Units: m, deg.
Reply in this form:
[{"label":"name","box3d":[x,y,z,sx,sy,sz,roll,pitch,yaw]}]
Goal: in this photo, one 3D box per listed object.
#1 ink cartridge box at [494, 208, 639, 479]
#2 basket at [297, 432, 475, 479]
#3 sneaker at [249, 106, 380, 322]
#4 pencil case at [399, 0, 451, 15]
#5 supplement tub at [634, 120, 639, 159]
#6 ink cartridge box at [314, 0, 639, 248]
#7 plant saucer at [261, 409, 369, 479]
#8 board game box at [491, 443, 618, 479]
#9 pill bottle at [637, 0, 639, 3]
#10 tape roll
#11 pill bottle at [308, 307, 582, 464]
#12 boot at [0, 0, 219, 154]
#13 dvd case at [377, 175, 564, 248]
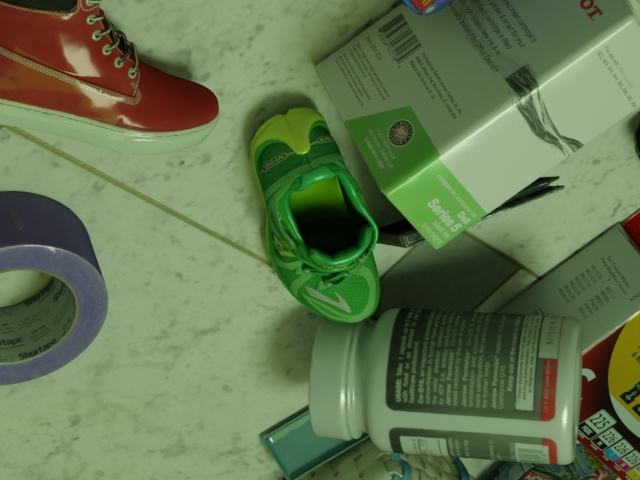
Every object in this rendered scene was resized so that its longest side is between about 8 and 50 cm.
[{"label":"ink cartridge box","box3d":[0.398,0.127,1.916,0.272,0.130,0.309,-38,135,12]},{"label":"basket","box3d":[0.100,0.372,1.959,0.255,0.201,0.289,-43,125,16]},{"label":"sneaker","box3d":[0.000,0.000,1.608,0.109,0.123,0.295,-24,138,-3]},{"label":"pencil case","box3d":[0.160,-0.325,1.374,0.306,0.119,0.133,-37,128,12]},{"label":"supplement tub","box3d":[0.428,-0.071,1.758,0.106,0.106,0.198,-35,137,9]},{"label":"ink cartridge box","box3d":[0.158,-0.156,1.477,0.273,0.198,0.115,-35,137,10]},{"label":"plant saucer","box3d":[0.027,0.213,1.884,0.192,0.018,0.067,-31,97,5]},{"label":"board game box","box3d":[0.297,0.336,2.123,0.194,0.060,0.194,27,115,-41]},{"label":"pill bottle","box3d":[0.379,-0.297,1.511,0.108,0.108,0.193,27,116,-41]},{"label":"tape roll","box3d":[-0.307,0.049,1.542,0.189,0.080,0.189,-14,137,-13]},{"label":"pill bottle","box3d":[0.139,0.156,1.732,0.283,0.161,0.161,3,137,12]},{"label":"boot","box3d":[-0.182,-0.174,1.384,0.244,0.088,0.176,8,126,-27]},{"label":"dvd case","box3d":[0.144,-0.029,1.613,0.165,0.221,0.018,-21,93,-6]}]
